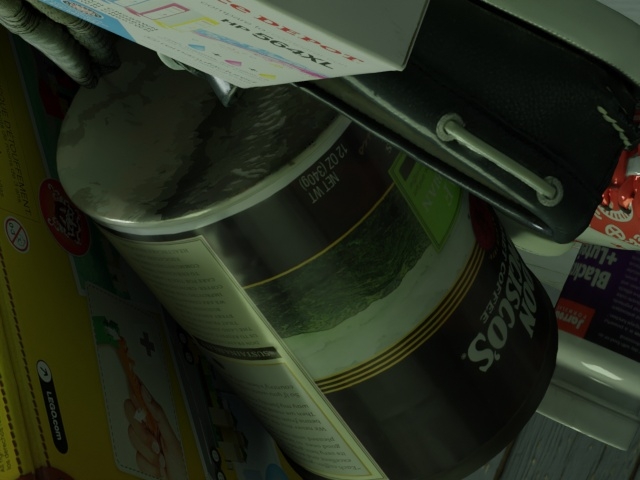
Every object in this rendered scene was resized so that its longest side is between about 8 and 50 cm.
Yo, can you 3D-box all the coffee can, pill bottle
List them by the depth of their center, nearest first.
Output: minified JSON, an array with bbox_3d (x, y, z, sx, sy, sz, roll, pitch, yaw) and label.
[{"bbox_3d":[0.000,0.000,0.955,0.201,0.201,0.275,22,156,45],"label":"coffee can"},{"bbox_3d":[0.234,0.056,1.216,0.108,0.193,0.108,23,178,1],"label":"pill bottle"}]

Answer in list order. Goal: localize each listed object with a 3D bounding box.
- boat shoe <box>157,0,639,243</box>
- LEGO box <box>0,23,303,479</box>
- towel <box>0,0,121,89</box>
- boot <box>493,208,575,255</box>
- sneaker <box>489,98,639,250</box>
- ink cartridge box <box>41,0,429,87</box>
[{"bbox_3d":[-0.016,-0.093,0.622,0.303,0.091,0.114,23,179,3],"label":"boat shoe"},{"bbox_3d":[-0.194,0.020,1.051,0.193,0.500,0.372,-24,158,19],"label":"LEGO box"},{"bbox_3d":[-0.237,-0.191,0.744,0.312,0.056,0.324,42,179,3],"label":"towel"},{"bbox_3d":[0.054,-0.050,1.125,0.244,0.088,0.176,31,150,-15],"label":"boot"},{"bbox_3d":[0.182,-0.036,0.802,0.270,0.090,0.145,19,176,27],"label":"sneaker"},{"bbox_3d":[-0.021,-0.105,0.475,0.092,0.090,0.143,22,174,-23],"label":"ink cartridge box"}]
